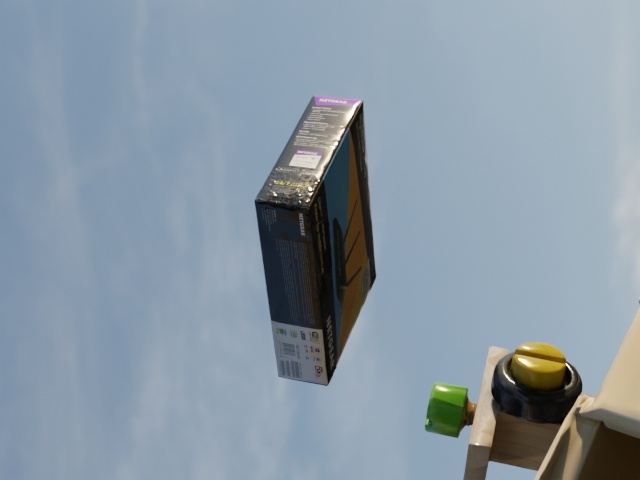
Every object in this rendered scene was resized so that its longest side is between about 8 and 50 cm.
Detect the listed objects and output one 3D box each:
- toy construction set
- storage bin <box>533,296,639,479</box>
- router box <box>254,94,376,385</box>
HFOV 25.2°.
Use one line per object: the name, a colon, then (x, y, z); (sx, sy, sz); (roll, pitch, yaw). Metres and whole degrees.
toy construction set: (0.167, 0.209, 0.938); (0.257, 0.237, 0.308); (102, -178, -55)
storage bin: (0.217, 0.159, 0.486); (0.123, 0.262, 0.260); (-58, -32, -25)
router box: (0.000, 0.000, 1.083); (0.133, 0.046, 0.178); (-64, -23, -45)
